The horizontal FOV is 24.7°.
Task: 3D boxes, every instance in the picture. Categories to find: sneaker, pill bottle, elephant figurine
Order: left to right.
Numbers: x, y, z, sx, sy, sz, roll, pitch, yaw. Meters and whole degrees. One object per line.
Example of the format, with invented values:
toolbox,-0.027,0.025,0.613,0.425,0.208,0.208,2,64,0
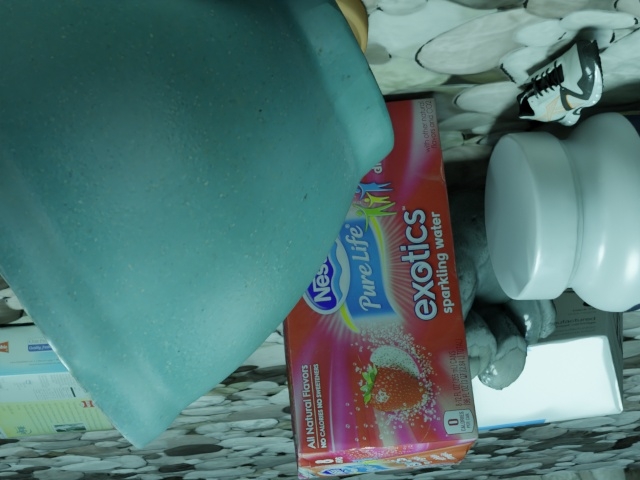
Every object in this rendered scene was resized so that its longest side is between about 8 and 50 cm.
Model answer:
elephant figurine,0.072,0.033,1.260,0.239,0.186,0.169,12,145,53
sneaker,0.167,-0.107,1.019,0.043,0.040,0.109,-1,161,-8
pill bottle,0.268,-0.024,1.109,0.264,0.153,0.153,-3,162,-12

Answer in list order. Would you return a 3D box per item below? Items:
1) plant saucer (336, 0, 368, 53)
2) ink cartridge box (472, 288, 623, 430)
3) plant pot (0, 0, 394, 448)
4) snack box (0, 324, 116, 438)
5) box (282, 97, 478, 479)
plant saucer,-0.067,-0.115,0.932,0.200,0.037,0.200,-5,162,-2
ink cartridge box,0.206,0.087,1.378,0.148,0.086,0.203,-10,-158,15
plant pot,-0.087,-0.070,0.747,0.196,0.293,0.293,-32,163,-6
snack box,-0.289,0.163,1.666,0.187,0.060,0.322,-3,161,-6
box,0.034,0.037,1.068,0.128,0.257,0.123,-5,163,-1
